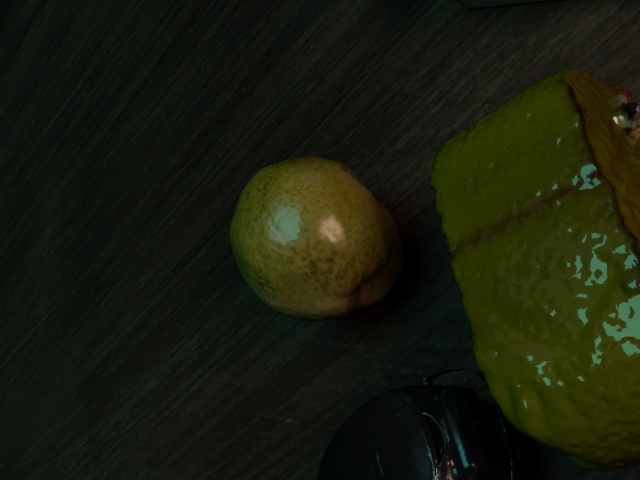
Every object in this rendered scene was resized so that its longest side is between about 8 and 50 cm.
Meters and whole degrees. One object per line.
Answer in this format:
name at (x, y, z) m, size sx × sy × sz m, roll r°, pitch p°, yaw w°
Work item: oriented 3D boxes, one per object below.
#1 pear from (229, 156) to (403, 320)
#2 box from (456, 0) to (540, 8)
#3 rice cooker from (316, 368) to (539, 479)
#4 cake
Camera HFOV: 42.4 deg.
pear at (0.000, 0.000, 0.825) m, size 0.178 × 0.178 × 0.178 m, roll -25°, pitch 56°, yaw 44°
box at (0.217, -0.310, 0.742) m, size 0.265 × 0.097 × 0.168 m, roll 12°, pitch 84°, yaw 53°
rice cooker at (0.082, 0.194, 0.669) m, size 0.203 × 0.118 × 0.142 m, roll -41°, pitch 45°, yaw 34°
cake at (0.191, 0.021, 0.563) m, size 0.156 × 0.179 × 0.261 m, roll -35°, pitch 52°, yaw 39°
